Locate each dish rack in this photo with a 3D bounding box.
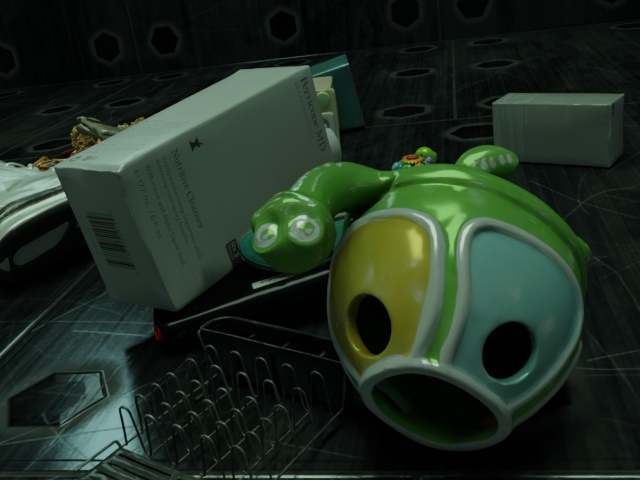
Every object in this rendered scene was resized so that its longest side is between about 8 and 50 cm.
[{"bbox_3d":[-0.104,0.182,0.758,0.208,0.074,0.271,7,27,34],"label":"dish rack"}]

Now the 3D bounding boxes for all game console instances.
[{"bbox_3d":[-0.065,0.017,1.126,0.386,0.060,0.342,-19,25,-6],"label":"game console"}]

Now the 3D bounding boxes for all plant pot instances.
[{"bbox_3d":[-0.022,-0.365,1.963,0.234,0.166,0.166,-15,22,5],"label":"plant pot"}]

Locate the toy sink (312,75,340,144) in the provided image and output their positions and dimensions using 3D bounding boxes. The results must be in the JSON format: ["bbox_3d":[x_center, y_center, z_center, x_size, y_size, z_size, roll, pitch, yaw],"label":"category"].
[{"bbox_3d":[-0.021,-0.290,1.782,0.131,0.153,0.234,-5,21,6],"label":"toy sink"}]

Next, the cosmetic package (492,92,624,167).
[{"bbox_3d":[0.467,-0.222,1.478,0.237,0.127,0.107,9,27,32],"label":"cosmetic package"}]

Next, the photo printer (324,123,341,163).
[{"bbox_3d":[-0.148,-0.117,1.397,0.307,0.107,0.256,-25,10,-37],"label":"photo printer"}]

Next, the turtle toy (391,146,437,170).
[{"bbox_3d":[0.186,-0.137,1.445,0.095,0.066,0.130,6,26,31],"label":"turtle toy"}]

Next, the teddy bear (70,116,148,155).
[{"bbox_3d":[-0.440,-0.194,1.685,0.338,0.113,0.245,-21,60,-43],"label":"teddy bear"}]

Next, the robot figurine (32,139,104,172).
[{"bbox_3d":[-0.563,-0.179,1.786,0.211,0.085,0.291,4,25,30],"label":"robot figurine"}]

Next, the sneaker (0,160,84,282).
[{"bbox_3d":[-0.478,-0.116,1.389,0.257,0.169,0.447,33,41,23],"label":"sneaker"}]

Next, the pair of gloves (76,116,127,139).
[{"bbox_3d":[-0.388,-0.210,1.578,0.240,0.042,0.204,9,12,-39],"label":"pair of gloves"}]

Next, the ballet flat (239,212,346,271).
[{"bbox_3d":[0.000,0.000,0.995,0.213,0.072,0.068,-9,-2,12],"label":"ballet flat"}]

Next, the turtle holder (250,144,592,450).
[{"bbox_3d":[0.112,0.047,0.707,0.243,0.320,0.227,-8,42,31],"label":"turtle holder"}]

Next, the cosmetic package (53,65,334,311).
[{"bbox_3d":[-0.156,-0.091,1.085,0.156,0.217,0.385,6,34,40],"label":"cosmetic package"}]
